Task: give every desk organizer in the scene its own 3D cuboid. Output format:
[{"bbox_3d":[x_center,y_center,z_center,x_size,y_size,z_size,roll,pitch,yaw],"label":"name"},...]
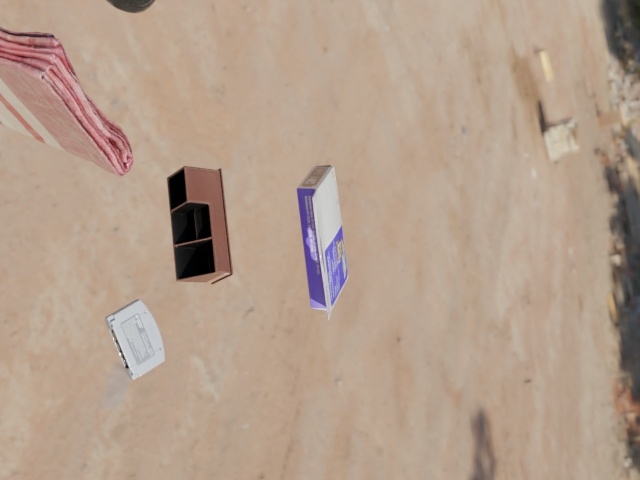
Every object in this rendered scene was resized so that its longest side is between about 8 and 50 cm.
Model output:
[{"bbox_3d":[-0.140,-0.018,1.212,0.050,0.047,0.130,4,72,-37],"label":"desk organizer"}]

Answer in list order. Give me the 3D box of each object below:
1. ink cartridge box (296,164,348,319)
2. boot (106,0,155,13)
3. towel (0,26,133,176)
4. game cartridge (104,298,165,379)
[{"bbox_3d":[0.000,0.000,1.707,0.208,0.045,0.206,-61,146,-71],"label":"ink cartridge box"},{"bbox_3d":[-0.337,-0.390,1.233,0.096,0.280,0.264,-58,151,10],"label":"boot"},{"bbox_3d":[-0.330,-0.164,0.898,0.237,0.329,0.037,77,38,-74],"label":"towel"},{"bbox_3d":[-0.215,0.114,1.229,0.056,0.017,0.083,-30,110,-34],"label":"game cartridge"}]
